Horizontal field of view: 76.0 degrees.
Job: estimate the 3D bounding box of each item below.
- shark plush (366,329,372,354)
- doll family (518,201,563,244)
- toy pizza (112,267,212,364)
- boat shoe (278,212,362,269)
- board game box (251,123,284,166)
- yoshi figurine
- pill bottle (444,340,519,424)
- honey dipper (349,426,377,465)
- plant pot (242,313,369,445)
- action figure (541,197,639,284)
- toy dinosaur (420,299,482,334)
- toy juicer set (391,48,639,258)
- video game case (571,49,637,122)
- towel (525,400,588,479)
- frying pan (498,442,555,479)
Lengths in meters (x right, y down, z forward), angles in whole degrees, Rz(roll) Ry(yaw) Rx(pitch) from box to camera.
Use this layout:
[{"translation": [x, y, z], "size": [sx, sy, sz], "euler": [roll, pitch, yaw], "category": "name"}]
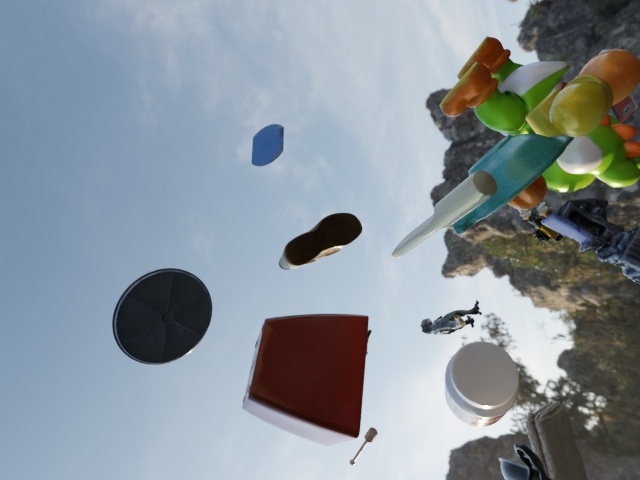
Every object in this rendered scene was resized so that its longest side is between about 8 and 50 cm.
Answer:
[{"translation": [0.123, 0.373, 1.386], "size": [0.073, 0.067, 0.161], "euler": [20, -98, -9], "category": "shark plush"}, {"translation": [0.500, -0.048, 0.924], "size": [0.111, 0.076, 0.193], "euler": [34, -151, -10], "category": "doll family"}, {"translation": [-0.320, 0.154, 0.841], "size": [0.202, 0.032, 0.201], "euler": [-7, -78, -39], "category": "toy pizza"}, {"translation": [0.000, 0.000, 1.202], "size": [0.285, 0.089, 0.104], "euler": [-24, -99, -31], "category": "boat shoe"}, {"translation": [-0.176, -0.326, 1.428], "size": [0.033, 0.133, 0.168], "euler": [36, -134, -54], "category": "board game box"}, {"translation": [0.399, -0.198, 0.766], "size": [0.362, 0.203, 0.203], "euler": [33, -159, -1], "category": "yoshi figurine"}, {"translation": [0.528, 0.481, 1.361], "size": [0.392, 0.224, 0.223], "euler": [62, -139, -56], "category": "pill bottle"}, {"translation": [0.129, 0.647, 1.280], "size": [0.031, 0.030, 0.160], "euler": [-4, -52, -52], "category": "honey dipper"}, {"translation": [-0.047, 0.317, 0.978], "size": [0.236, 0.267, 0.267], "euler": [15, -122, -8], "category": "plant pot"}, {"translation": [0.395, -0.001, 0.337], "size": [0.329, 0.342, 0.178], "euler": [-66, -13, -1], "category": "action figure"}, {"translation": [0.340, 0.203, 1.032], "size": [0.118, 0.268, 0.063], "euler": [-16, -106, -10], "category": "toy dinosaur"}, {"translation": [0.241, -0.083, 0.475], "size": [0.329, 0.209, 0.089], "euler": [-42, -95, -8], "category": "toy juicer set"}, {"translation": [0.700, -0.327, 1.102], "size": [0.204, 0.025, 0.285], "euler": [40, -82, -27], "category": "video game case"}, {"translation": [0.586, 0.553, 0.998], "size": [0.187, 0.049, 0.281], "euler": [4, -111, -42], "category": "towel"}, {"translation": [0.414, 0.437, 0.709], "size": [0.053, 0.198, 0.326], "euler": [-60, -28, -20], "category": "frying pan"}]
